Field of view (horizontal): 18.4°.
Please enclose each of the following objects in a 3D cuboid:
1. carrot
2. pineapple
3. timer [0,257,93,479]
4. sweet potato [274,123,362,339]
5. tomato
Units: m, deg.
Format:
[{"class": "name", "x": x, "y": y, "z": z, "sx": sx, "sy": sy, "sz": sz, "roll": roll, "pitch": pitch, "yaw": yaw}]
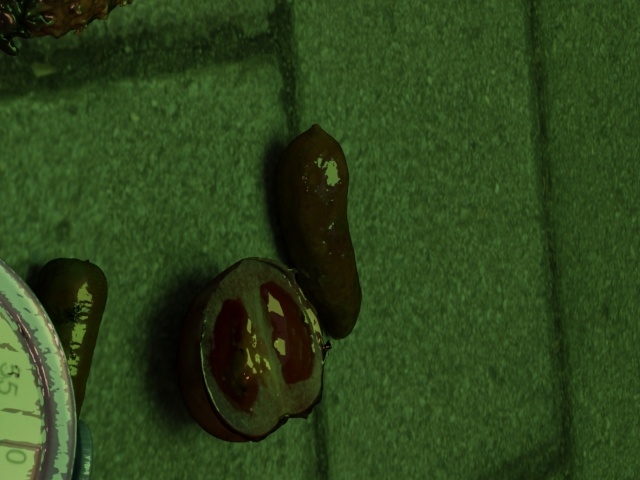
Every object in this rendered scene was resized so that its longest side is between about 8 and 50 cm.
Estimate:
[{"class": "carrot", "x": -0.268, "y": 0.166, "z": 2.018, "sx": 0.078, "sy": 0.078, "sz": 0.298, "roll": 7, "pitch": 88, "yaw": -56}, {"class": "pineapple", "x": -0.297, "y": -0.250, "z": 1.924, "sx": 0.278, "sy": 0.157, "sz": 0.158, "roll": -38, "pitch": 121, "yaw": -36}, {"class": "timer", "x": -0.368, "y": 0.162, "z": 1.654, "sx": 0.395, "sy": 0.173, "sz": 0.395, "roll": 5, "pitch": 79, "yaw": -28}, {"class": "sweet potato", "x": -0.001, "y": 0.002, "z": 2.398, "sx": 0.097, "sy": 0.097, "sz": 0.292, "roll": -39, "pitch": 129, "yaw": -49}, {"class": "tomato", "x": -0.098, "y": 0.123, "z": 2.227, "sx": 0.228, "sy": 0.112, "sz": 0.199, "roll": -16, "pitch": 95, "yaw": -54}]
